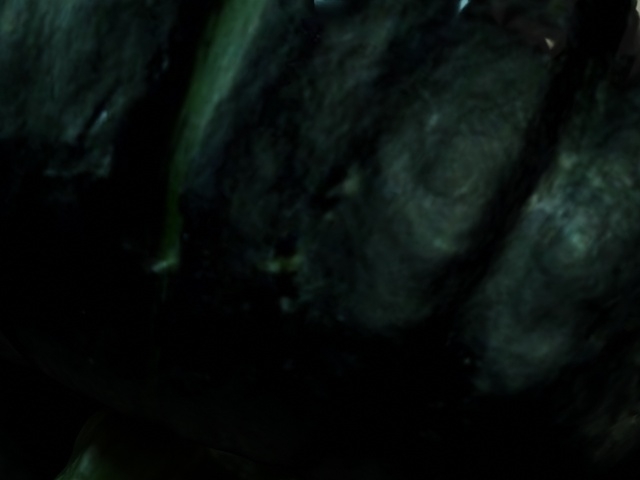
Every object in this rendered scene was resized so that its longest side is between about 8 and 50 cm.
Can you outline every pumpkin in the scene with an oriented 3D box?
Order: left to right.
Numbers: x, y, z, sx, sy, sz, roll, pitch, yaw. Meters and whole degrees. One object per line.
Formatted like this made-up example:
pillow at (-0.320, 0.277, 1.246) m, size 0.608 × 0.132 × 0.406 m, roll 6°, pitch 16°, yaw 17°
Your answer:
pumpkin at (0.000, 0.000, 0.497) m, size 0.296 × 0.296 × 0.296 m, roll 24°, pitch 33°, yaw -17°
